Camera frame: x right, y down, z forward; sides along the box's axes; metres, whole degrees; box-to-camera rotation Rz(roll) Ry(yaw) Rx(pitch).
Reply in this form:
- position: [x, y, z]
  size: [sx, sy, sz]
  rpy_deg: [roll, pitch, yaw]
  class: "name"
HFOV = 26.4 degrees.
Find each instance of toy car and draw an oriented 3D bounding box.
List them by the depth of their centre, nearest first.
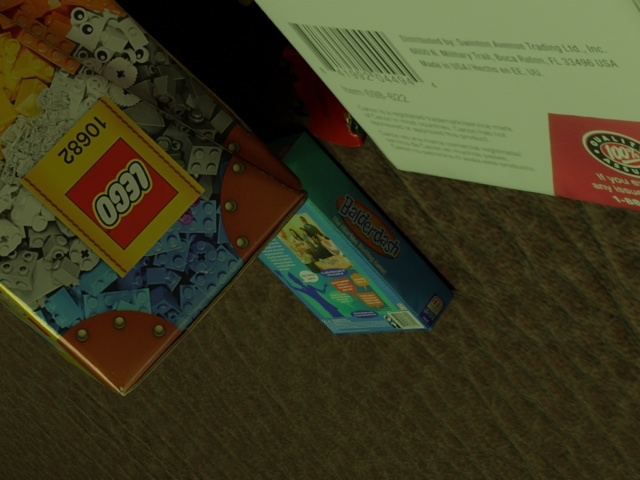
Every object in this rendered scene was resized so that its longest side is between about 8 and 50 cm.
- position: [0.007, -0.173, 0.940]
  size: [0.239, 0.053, 0.225]
  rpy_deg: [46, 152, -22]
  class: "toy car"

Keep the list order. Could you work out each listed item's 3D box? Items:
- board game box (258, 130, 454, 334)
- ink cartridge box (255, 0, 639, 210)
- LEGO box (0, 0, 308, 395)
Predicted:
- position: [0.000, 0.000, 1.244]
  size: [0.210, 0.047, 0.160]
  rpy_deg: [46, 153, -21]
  class: "board game box"
- position: [0.061, -0.193, 0.635]
  size: [0.279, 0.160, 0.384]
  rpy_deg: [16, 156, 51]
  class: "ink cartridge box"
- position: [-0.256, -0.080, 1.104]
  size: [0.372, 0.193, 0.500]
  rpy_deg: [44, 168, -9]
  class: "LEGO box"
